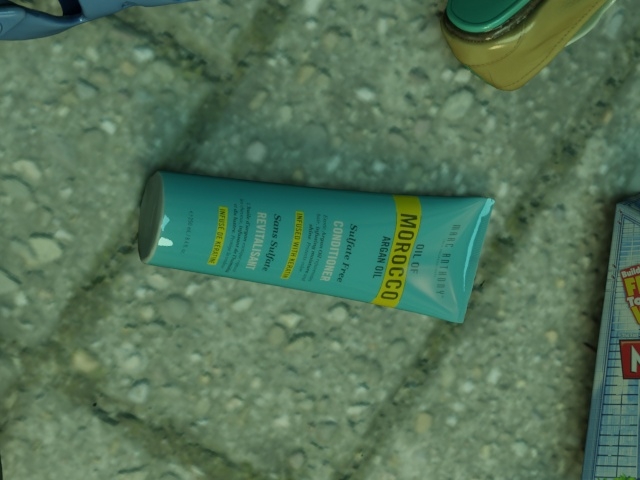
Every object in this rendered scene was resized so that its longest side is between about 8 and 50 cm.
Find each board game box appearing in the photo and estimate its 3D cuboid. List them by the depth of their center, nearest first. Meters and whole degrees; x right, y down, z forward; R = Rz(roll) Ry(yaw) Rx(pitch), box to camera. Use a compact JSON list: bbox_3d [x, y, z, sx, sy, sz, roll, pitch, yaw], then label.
[{"bbox_3d":[0.243,0.065,0.790,0.194,0.060,0.194,-5,96,30],"label":"board game box"}]

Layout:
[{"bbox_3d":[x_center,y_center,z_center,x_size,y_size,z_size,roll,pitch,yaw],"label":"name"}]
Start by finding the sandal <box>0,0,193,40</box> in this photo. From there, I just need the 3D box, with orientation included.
[{"bbox_3d":[-0.127,-0.157,0.665,0.318,0.138,0.126,-9,67,-15],"label":"sandal"}]

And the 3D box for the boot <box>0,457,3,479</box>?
[{"bbox_3d":[-0.289,0.182,0.686,0.229,0.091,0.262,8,82,-16],"label":"boot"}]

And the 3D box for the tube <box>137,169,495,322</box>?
[{"bbox_3d":[0.000,0.000,0.768,0.207,0.052,0.080,7,111,-21],"label":"tube"}]

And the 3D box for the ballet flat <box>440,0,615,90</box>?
[{"bbox_3d":[0.166,-0.178,0.760,0.232,0.080,0.073,-41,136,1],"label":"ballet flat"}]
